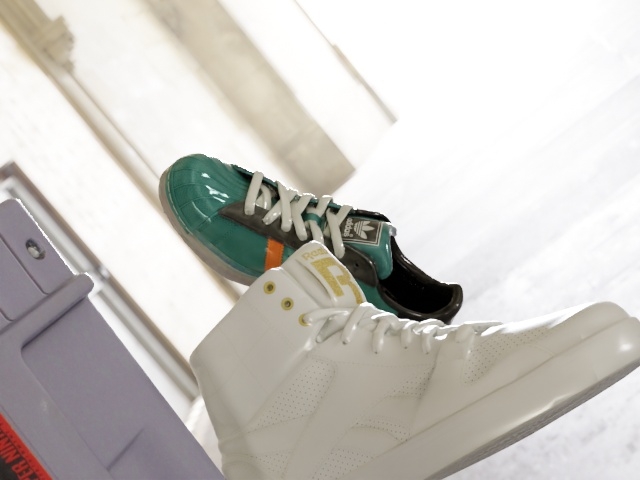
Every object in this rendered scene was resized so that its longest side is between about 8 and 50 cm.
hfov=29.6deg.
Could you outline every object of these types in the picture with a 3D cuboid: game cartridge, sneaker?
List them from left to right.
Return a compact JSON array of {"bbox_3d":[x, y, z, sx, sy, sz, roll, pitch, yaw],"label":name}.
[{"bbox_3d":[-0.109,0.161,0.588,0.068,0.355,0.230,-34,7,20],"label":"game cartridge"},{"bbox_3d":[0.000,0.000,1.107,0.121,0.302,0.108,-40,25,39],"label":"sneaker"},{"bbox_3d":[0.038,0.064,0.720,0.292,0.169,0.108,-31,-18,27],"label":"sneaker"}]
